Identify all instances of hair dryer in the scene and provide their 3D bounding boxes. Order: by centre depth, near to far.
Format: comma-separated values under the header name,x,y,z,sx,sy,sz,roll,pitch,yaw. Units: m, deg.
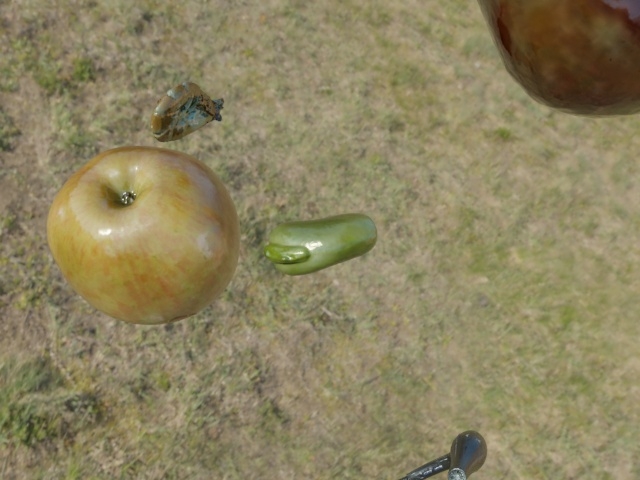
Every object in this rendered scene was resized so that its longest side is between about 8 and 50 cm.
name,x,y,z,sx,sy,sz,roll,pitch,yaw
hair dryer,0.216,0.449,1.482,0.075,0.219,0.195,61,22,5

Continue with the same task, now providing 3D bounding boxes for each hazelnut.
name,x,y,z,sx,sy,sz,roll,pitch,yaw
hazelnut,0.366,-0.363,0.982,0.421,0.420,0.353,6,10,-32

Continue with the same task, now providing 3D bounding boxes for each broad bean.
name,x,y,z,sx,sy,sz,roll,pitch,yaw
broad bean,0.000,0.000,1.170,0.124,0.175,0.082,-109,-178,-76

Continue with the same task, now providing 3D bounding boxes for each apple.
name,x,y,z,sx,sy,sz,roll,pitch,yaw
apple,-0.367,-0.018,1.610,0.392,0.346,0.391,0,63,1

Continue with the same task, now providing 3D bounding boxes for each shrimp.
name,x,y,z,sx,sy,sz,roll,pitch,yaw
shrimp,-0.189,-0.191,1.131,0.043,0.091,0.184,29,21,14
